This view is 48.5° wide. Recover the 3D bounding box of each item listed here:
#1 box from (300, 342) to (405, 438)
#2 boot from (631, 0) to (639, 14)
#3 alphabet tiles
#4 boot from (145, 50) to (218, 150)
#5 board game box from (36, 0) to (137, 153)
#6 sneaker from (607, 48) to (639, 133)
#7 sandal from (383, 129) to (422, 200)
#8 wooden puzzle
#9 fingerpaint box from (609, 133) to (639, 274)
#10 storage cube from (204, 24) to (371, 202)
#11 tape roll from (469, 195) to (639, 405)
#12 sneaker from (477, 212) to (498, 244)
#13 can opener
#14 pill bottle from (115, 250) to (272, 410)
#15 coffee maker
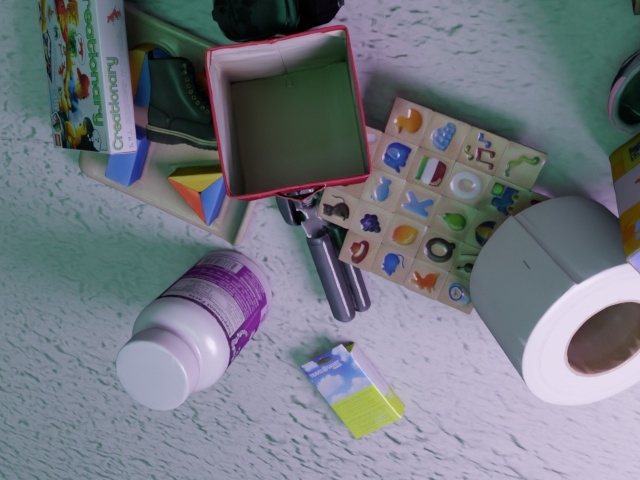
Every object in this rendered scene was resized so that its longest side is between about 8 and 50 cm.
[{"bbox_3d":[0.059,0.269,1.300,0.109,0.042,0.178,-34,98,28],"label":"box"},{"bbox_3d":[0.498,-0.395,0.828,0.220,0.109,0.283,13,109,9],"label":"boot"},{"bbox_3d":[0.172,-0.045,1.070,0.343,0.011,0.285,23,119,9],"label":"alphabet tiles"},{"bbox_3d":[-0.178,-0.212,1.077,0.198,0.077,0.137,6,111,11],"label":"boot"},{"bbox_3d":[-0.377,-0.295,1.132,0.193,0.053,0.305,10,109,43],"label":"board game box"},{"bbox_3d":[0.469,-0.232,0.827,0.112,0.131,0.319,40,141,1],"label":"sneaker"},{"bbox_3d":[0.121,-0.066,1.129,0.097,0.054,0.254,12,120,25],"label":"sandal"},{"bbox_3d":[-0.247,-0.182,1.187,0.348,0.080,0.322,27,119,7],"label":"wooden puzzle"},{"bbox_3d":[0.554,-0.125,0.763,0.163,0.371,0.445,45,119,-4],"label":"fingerpaint box"},{"bbox_3d":[-0.038,-0.157,0.955,0.184,0.193,0.214,-10,92,2],"label":"storage cube"},{"bbox_3d":[0.353,0.084,0.983,0.246,0.169,0.246,-9,126,-12],"label":"tape roll"},{"bbox_3d":[0.265,-0.055,1.074,0.054,0.061,0.152,10,114,17],"label":"sneaker"},{"bbox_3d":[0.000,0.000,1.200,0.095,0.076,0.283,6,120,53],"label":"can opener"},{"bbox_3d":[-0.208,0.147,1.192,0.169,0.301,0.169,8,115,17],"label":"pill bottle"},{"bbox_3d":[-0.041,-0.345,0.985,0.171,0.178,0.120,-30,101,28],"label":"coffee maker"}]
